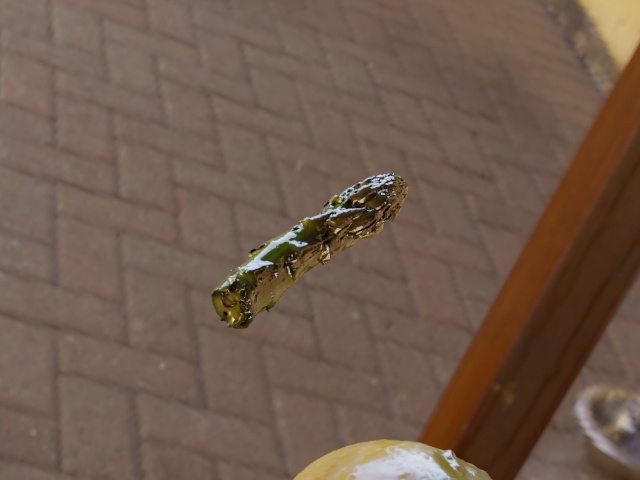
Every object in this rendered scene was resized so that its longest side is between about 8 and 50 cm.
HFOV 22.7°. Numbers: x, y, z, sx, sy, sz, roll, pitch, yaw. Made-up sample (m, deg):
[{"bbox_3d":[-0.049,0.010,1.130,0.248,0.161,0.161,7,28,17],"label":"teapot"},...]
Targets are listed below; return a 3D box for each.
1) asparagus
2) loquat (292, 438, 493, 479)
[{"bbox_3d":[0.000,0.000,0.944,0.165,0.030,0.036,-33,86,-37],"label":"asparagus"},{"bbox_3d":[0.033,0.199,0.881,0.172,0.204,0.149,64,31,-7],"label":"loquat"}]
